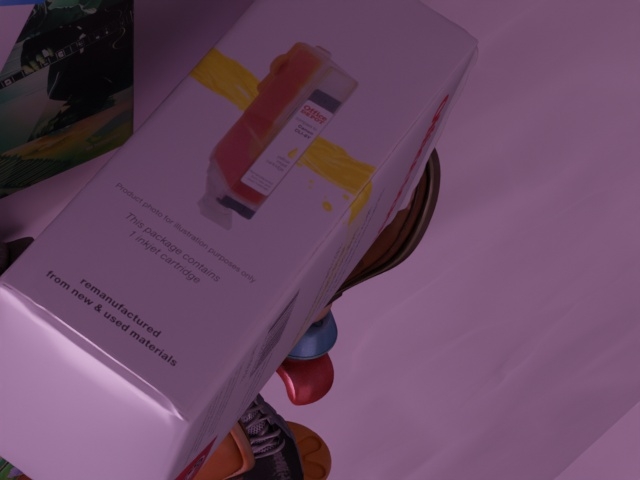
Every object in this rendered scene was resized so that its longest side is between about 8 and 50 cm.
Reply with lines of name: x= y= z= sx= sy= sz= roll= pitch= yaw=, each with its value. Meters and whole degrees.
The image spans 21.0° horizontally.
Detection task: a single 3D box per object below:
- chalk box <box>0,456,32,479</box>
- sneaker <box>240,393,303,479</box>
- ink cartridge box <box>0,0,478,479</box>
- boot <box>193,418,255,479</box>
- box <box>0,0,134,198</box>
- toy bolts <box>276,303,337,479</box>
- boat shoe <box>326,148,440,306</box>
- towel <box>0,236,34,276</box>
chalk box: x=-0.282 y=0.156 z=1.589 sx=0.213 sy=0.132 sz=0.132 roll=-6 pitch=148 yaw=-50
sneaker: x=-0.082 y=0.176 z=1.697 sx=0.086 sy=0.228 sz=0.132 roll=-33 pitch=-169 yaw=-7
ink cartridge box: x=-0.071 y=0.003 z=1.283 sx=0.384 sy=0.160 sz=0.279 roll=-51 pitch=172 yaw=-31
boot: x=-0.181 y=0.204 z=1.544 sx=0.220 sy=0.109 sz=0.283 roll=-22 pitch=163 yaw=-14
box: x=-0.234 y=-0.118 z=1.120 sx=0.232 sy=0.058 sz=0.322 roll=-25 pitch=160 yaw=-17
toy bolts: x=-0.048 y=0.139 z=1.835 sx=0.228 sy=0.218 sz=0.158 roll=-40 pitch=153 yaw=-39
boat shoe: x=0.000 y=0.000 z=1.653 sx=0.104 sy=0.110 sz=0.307 roll=-8 pitch=152 yaw=-39
towel: x=-0.364 y=0.115 z=1.311 sx=0.312 sy=0.056 sz=0.324 roll=-36 pitch=-169 yaw=6
